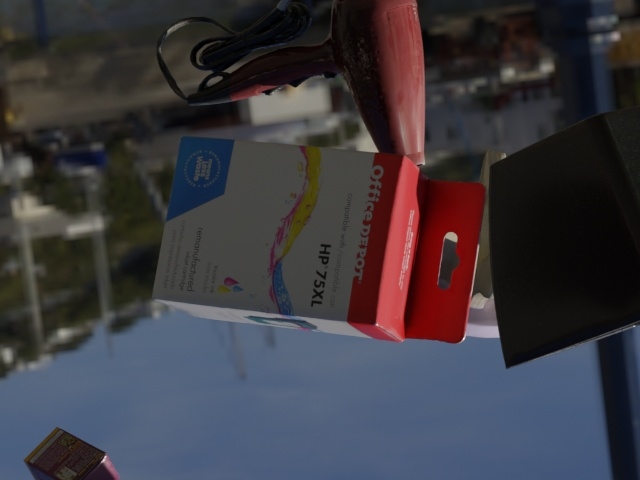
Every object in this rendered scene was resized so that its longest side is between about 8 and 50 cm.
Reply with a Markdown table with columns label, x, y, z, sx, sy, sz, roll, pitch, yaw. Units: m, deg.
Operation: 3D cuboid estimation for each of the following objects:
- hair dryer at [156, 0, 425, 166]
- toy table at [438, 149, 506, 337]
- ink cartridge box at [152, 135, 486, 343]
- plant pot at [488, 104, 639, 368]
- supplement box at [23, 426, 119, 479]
| label | x | y | z | sx | sy | sz | roll | pitch | yaw |
| --- | --- | --- | --- | --- | --- | --- | --- | --- | --- |
| hair dryer | -0.001 | -0.171 | 1.697 | 0.293 | 0.223 | 0.080 | 43 | -153 | 21 |
| toy table | 0.219 | 0.018 | 2.490 | 0.274 | 0.252 | 0.161 | 0 | 140 | -14 |
| ink cartridge box | 0.000 | 0.000 | 1.390 | 0.231 | 0.134 | 0.078 | 5 | 170 | 20 |
| plant pot | 0.245 | -0.014 | 1.479 | 0.187 | 0.167 | 0.188 | -14 | 173 | -42 |
| supplement box | -0.262 | 0.241 | 1.919 | 0.083 | 0.043 | 0.055 | 22 | -124 | 39 |
